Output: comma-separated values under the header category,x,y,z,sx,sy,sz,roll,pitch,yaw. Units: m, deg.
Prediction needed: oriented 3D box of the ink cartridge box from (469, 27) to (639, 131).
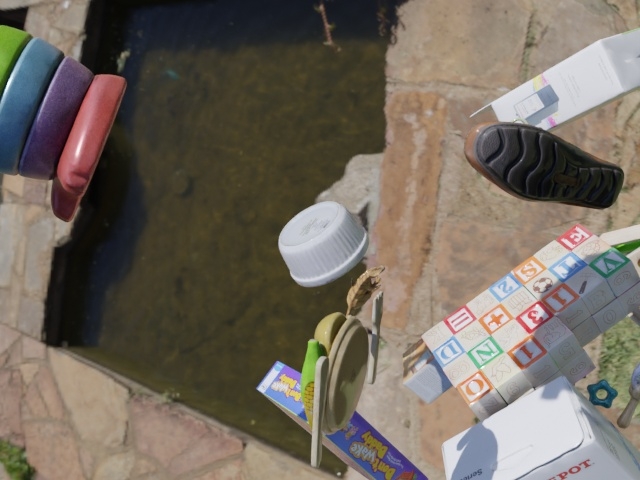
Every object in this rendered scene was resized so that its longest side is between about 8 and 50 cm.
category,x,y,z,sx,sy,sz,roll,pitch,yaw
ink cartridge box,0.526,-0.313,1.496,0.353,0.207,0.119,-26,88,52

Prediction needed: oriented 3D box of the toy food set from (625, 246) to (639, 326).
category,x,y,z,sx,sy,sz,roll,pitch,yaw
toy food set,0.602,0.063,1.089,0.220,0.306,0.092,-35,105,9

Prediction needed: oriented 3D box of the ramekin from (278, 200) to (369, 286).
category,x,y,z,sx,sy,sz,roll,pitch,yaw
ramekin,0.000,0.000,1.599,0.207,0.207,0.109,-9,125,39

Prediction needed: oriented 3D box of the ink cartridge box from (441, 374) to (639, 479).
category,x,y,z,sx,sy,sz,roll,pitch,yaw
ink cartridge box,0.325,0.335,0.905,0.201,0.278,0.117,-38,25,21

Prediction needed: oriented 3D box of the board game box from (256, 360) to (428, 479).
category,x,y,z,sx,sy,sz,roll,pitch,yaw
board game box,0.048,0.415,1.475,0.078,0.347,0.233,-52,32,-16

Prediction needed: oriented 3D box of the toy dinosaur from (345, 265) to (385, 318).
category,x,y,z,sx,sy,sz,roll,pitch,yaw
toy dinosaur,0.073,0.125,1.423,0.064,0.112,0.211,26,117,10

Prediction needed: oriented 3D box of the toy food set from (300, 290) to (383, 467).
category,x,y,z,sx,sy,sz,roll,pitch,yaw
toy food set,0.016,0.133,0.709,0.039,0.192,0.132,10,108,20

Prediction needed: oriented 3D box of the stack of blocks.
category,x,y,z,sx,sy,sz,roll,pitch,yaw
stack of blocks,0.316,0.125,0.993,0.297,0.087,0.171,-37,30,4

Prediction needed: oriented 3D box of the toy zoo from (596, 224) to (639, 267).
category,x,y,z,sx,sy,sz,roll,pitch,yaw
toy zoo,0.659,0.033,1.436,0.193,0.293,0.030,-15,65,14

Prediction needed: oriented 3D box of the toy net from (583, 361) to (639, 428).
category,x,y,z,sx,sy,sz,roll,pitch,yaw
toy net,0.423,0.214,1.000,0.232,0.045,0.122,-24,85,15

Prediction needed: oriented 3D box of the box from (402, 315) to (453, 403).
category,x,y,z,sx,sy,sz,roll,pitch,yaw
box,0.293,0.293,1.689,0.091,0.130,0.170,40,112,-12

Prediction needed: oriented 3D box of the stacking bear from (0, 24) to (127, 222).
category,x,y,z,sx,sy,sz,roll,pitch,yaw
stacking bear,-0.370,-0.156,0.717,0.175,0.289,0.164,-27,45,61

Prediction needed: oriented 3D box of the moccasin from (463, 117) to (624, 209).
category,x,y,z,sx,sy,sz,roll,pitch,yaw
moccasin,0.408,-0.149,1.289,0.147,0.380,0.139,34,116,53
